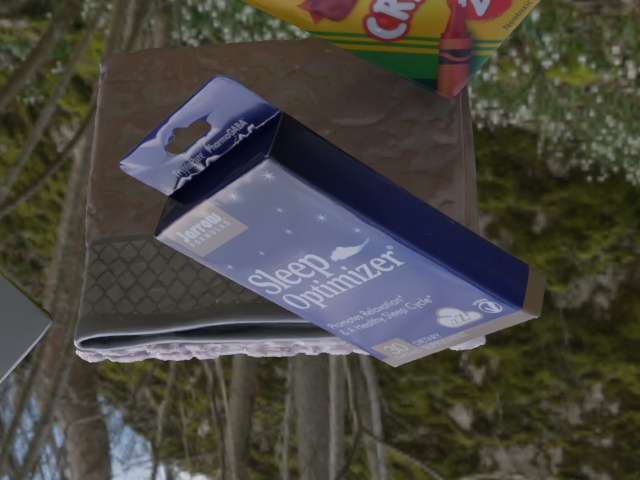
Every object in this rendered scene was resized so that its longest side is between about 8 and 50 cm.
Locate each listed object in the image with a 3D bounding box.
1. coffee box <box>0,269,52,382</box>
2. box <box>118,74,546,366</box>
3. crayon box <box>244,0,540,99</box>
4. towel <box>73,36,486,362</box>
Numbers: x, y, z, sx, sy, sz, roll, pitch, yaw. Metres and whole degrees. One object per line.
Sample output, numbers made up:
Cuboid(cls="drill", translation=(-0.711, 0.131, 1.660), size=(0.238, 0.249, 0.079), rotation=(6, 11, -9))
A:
Cuboid(cls="coffee box", translation=(-0.417, 0.074, 0.616), size=(0.334, 0.338, 0.337), rotation=(-52, -166, -26))
Cuboid(cls="box", translation=(0.000, 0.000, 0.610), size=(0.136, 0.225, 0.036), rotation=(-29, -144, 52))
Cuboid(cls="crayon box", translation=(0.023, -0.251, 0.784), size=(0.318, 0.202, 0.081), rotation=(22, -135, -20))
Cuboid(cls="towel", translation=(-0.035, -0.050, 0.894), size=(0.332, 0.053, 0.317), rotation=(-3, -123, 3))
